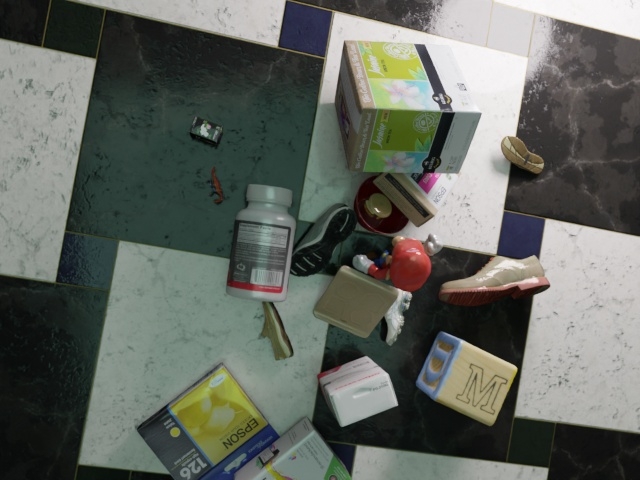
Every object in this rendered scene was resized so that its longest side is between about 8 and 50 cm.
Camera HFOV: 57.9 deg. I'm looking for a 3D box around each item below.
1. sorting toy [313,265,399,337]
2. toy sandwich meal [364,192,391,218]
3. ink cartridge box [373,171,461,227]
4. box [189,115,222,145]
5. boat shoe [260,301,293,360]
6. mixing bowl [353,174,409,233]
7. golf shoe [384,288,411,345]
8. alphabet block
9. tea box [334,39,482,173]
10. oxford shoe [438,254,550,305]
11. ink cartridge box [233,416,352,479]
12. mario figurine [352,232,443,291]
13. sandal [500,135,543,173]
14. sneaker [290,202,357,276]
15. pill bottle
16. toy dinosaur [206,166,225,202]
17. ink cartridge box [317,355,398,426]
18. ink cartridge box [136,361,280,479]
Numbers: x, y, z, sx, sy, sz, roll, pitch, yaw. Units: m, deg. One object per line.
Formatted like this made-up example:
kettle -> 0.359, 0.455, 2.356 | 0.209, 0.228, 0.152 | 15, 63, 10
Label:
sorting toy -> 0.103, 0.182, 1.719 | 0.193, 0.038, 0.208 | 24, 123, -8
toy sandwich meal -> 0.165, -0.097, 1.656 | 0.086, 0.029, 0.085 | 13, 61, -25
ink cartridge box -> 0.291, -0.186, 1.710 | 0.193, 0.088, 0.234 | 43, 50, -6
box -> -0.331, -0.317, 1.675 | 0.083, 0.062, 0.052 | 21, 85, -8
boat shoe -> -0.144, 0.267, 1.707 | 0.072, 0.068, 0.190 | -20, 93, 3
mixing bowl -> 0.168, -0.095, 1.726 | 0.181, 0.098, 0.181 | 6, 75, -23
golf shoe -> 0.218, 0.231, 1.774 | 0.086, 0.069, 0.176 | 17, 84, 11
alphabet block -> 0.433, 0.409, 1.736 | 0.197, 0.192, 0.193 | 26, 88, -7
tea box -> 0.224, -0.373, 1.611 | 0.324, 0.220, 0.329 | -1, 48, -9
oxford shoe -> 0.529, 0.122, 1.807 | 0.348, 0.123, 0.130 | -6, 65, -8
ink cartridge box -> -0.083, 0.690, 1.681 | 0.278, 0.117, 0.201 | -37, 100, -8
mario figurine -> 0.215, 0.035, 1.633 | 0.170, 0.320, 0.198 | 35, 84, -8
sandal -> 0.636, -0.269, 1.843 | 0.180, 0.049, 0.072 | 27, 91, -23
sneaker -> 0.000, 0.000, 1.720 | 0.100, 0.108, 0.271 | 39, 100, -25
pill bottle -> -0.163, 0.007, 1.645 | 0.176, 0.176, 0.318 | 8, 89, -9
toy dinosaur -> -0.305, -0.152, 1.676 | 0.047, 0.090, 0.082 | -20, 49, -18
ink cartridge box -> 0.099, 0.426, 1.656 | 0.172, 0.237, 0.100 | -19, 93, -8
ink cartridge box -> -0.315, 0.568, 1.676 | 0.303, 0.072, 0.307 | -37, 94, -7
